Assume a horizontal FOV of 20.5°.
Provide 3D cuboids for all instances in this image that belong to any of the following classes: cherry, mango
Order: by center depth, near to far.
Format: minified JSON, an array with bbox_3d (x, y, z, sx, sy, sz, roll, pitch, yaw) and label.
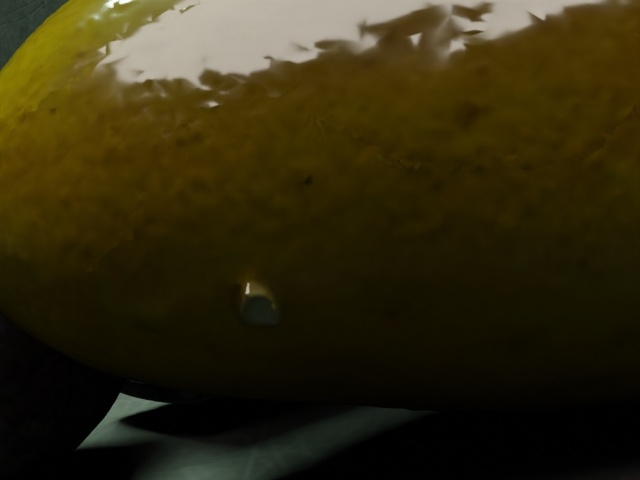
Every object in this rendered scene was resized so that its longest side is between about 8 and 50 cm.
[{"bbox_3d":[0.066,-0.044,0.746,0.445,0.220,0.301,-18,44,-19],"label":"mango"},{"bbox_3d":[-0.166,0.046,0.820,0.176,0.140,0.176,-7,0,0],"label":"cherry"}]

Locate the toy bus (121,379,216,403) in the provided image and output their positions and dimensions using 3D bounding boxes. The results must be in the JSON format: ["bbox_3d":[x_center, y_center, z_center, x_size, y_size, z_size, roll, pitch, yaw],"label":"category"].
[{"bbox_3d":[0.000,0.000,0.924,0.234,0.133,0.116,-16,9,-30],"label":"toy bus"}]
